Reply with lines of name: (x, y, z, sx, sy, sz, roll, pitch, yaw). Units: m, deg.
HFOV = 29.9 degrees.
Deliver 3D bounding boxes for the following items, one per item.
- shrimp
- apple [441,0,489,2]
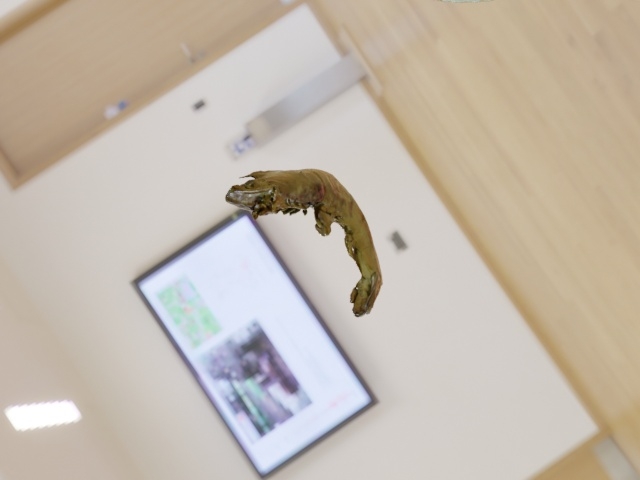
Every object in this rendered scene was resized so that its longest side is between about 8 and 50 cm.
shrimp: (-0.003, 0.002, 1.054, 0.195, 0.035, 0.148, -3, -112, -57)
apple: (0.115, -0.301, 0.803, 0.292, 0.254, 0.292, 166, 90, -81)
